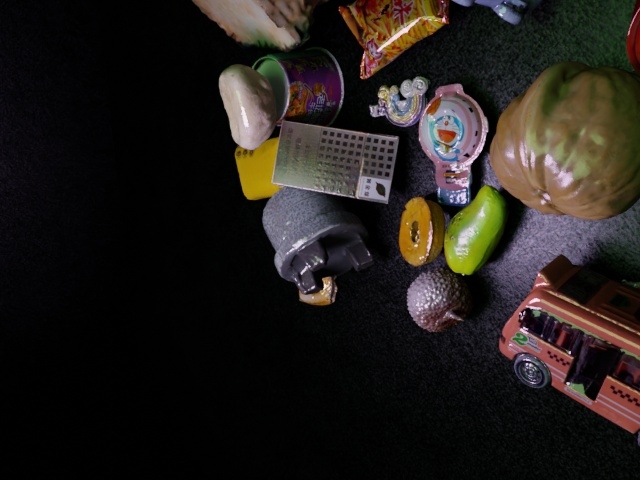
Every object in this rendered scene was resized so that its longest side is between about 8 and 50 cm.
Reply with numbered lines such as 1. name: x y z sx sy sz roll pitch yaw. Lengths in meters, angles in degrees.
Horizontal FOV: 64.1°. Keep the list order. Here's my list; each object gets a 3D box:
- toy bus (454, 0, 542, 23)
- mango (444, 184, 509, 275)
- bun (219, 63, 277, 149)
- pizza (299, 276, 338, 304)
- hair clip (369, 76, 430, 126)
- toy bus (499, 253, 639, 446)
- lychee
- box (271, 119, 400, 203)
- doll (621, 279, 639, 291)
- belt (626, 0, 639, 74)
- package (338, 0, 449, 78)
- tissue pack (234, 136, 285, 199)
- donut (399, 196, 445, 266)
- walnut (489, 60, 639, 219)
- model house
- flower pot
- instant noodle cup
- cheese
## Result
1. toy bus: 0.321 -0.571 0.965 0.197 0.295 0.231 -61 41 40
2. mango: 0.362 -0.026 1.199 0.125 0.111 0.232 31 125 30
3. bun: -0.188 -0.367 1.379 0.231 0.133 0.230 161 90 -75
4. pizza: -0.027 0.077 1.679 0.189 0.071 0.296 9 108 46
5. hair clip: 0.208 -0.350 1.317 0.172 0.049 0.115 -1 115 39
6. toy bus: 0.575 0.215 0.957 0.427 0.203 0.232 30 131 37
7. lychee: 0.300 0.154 1.281 0.197 0.165 0.165 -107 26 -57
8. box: 0.040 -0.214 1.384 0.325 0.047 0.180 11 94 12
9. doll: 0.645 0.106 0.992 0.114 0.039 0.057 37 151 27
10. belt: 0.627 -0.358 0.738 0.324 0.115 0.227 -20 119 47
11. package: 0.181 -0.554 1.235 0.288 0.109 0.223 -22 80 41
12. tissue pack: -0.143 -0.237 1.657 0.271 0.134 0.192 -1 102 48
13. donut: 0.265 -0.023 1.306 0.162 0.066 0.178 -119 35 -55
14. walnut: 0.461 -0.181 0.930 0.296 0.286 0.284 -170 70 -66
15. model house: -0.143 -0.771 1.341 0.399 0.395 0.445 -55 29 -2
16. flower pot: 0.000 0.000 1.494 0.282 0.299 0.299 62 138 32
17. instant noodle cup: -0.083 -0.437 1.487 0.251 0.190 0.250 18 115 43
18. cheese: 0.314 -0.224 1.216 0.189 0.074 0.285 10 111 47
